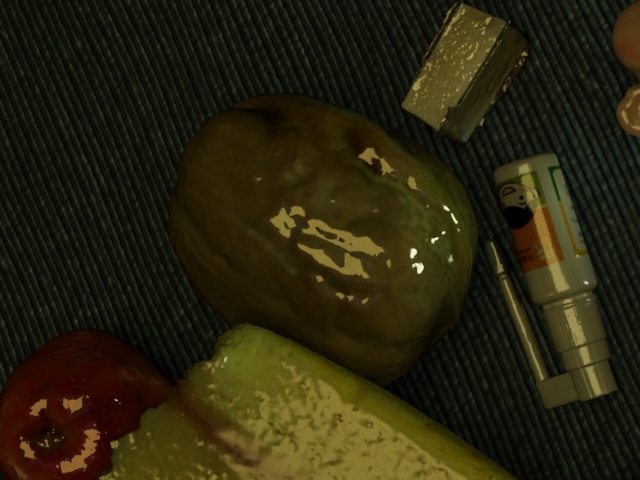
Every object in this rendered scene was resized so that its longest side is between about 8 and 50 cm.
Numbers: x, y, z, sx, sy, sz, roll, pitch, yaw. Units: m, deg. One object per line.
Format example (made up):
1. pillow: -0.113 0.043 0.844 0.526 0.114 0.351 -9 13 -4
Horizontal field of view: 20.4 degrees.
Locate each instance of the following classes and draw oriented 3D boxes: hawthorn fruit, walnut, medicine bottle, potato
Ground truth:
1. hawthorn fruit: -0.213 0.167 1.607 0.189 0.189 0.189 0 88 11
2. walnut: 0.000 0.000 1.548 0.283 0.227 0.283 17 130 21
3. medicine bottle: 0.201 0.038 1.592 0.092 0.061 0.221 -21 83 34
4. potato: 0.129 -0.150 1.600 0.061 0.086 0.122 34 96 25

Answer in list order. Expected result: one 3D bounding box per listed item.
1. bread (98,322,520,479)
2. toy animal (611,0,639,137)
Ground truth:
1. bread: 0.018 0.228 1.498 0.361 0.245 0.233 39 93 4
2. toy animal: 0.367 -0.193 1.508 0.210 0.230 0.221 13 47 38
